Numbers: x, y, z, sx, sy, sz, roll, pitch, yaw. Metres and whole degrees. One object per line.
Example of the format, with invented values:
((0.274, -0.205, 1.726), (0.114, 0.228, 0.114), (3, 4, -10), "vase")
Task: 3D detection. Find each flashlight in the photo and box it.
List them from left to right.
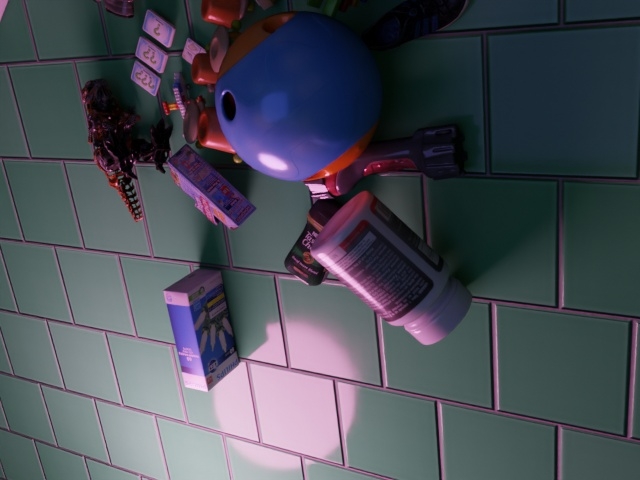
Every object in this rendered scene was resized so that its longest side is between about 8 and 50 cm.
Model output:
((0.117, -0.138, 1.303), (0.304, 0.103, 0.103), (-3, 72, 28), "flashlight")

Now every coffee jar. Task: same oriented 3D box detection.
((0.000, 0.000, 1.444), (0.096, 0.079, 0.184), (36, 125, 13), "coffee jar")

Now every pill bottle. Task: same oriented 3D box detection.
((0.135, 0.056, 1.307), (0.283, 0.161, 0.161), (42, 128, -10), "pill bottle")

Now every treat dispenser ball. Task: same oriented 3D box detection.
((-0.037, -0.246, 1.204), (0.288, 0.288, 0.288), (13, 117, 27), "treat dispenser ball")

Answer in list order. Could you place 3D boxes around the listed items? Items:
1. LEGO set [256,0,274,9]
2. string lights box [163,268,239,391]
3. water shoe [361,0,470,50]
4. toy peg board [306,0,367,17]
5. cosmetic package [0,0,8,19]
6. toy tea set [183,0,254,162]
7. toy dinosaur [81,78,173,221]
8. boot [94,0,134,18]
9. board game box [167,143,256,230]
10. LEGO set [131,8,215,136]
((-0.151, -0.571, 1.269), (0.107, 0.132, 0.287), (-35, 94, 10), "LEGO set")
((-0.283, 0.213, 1.679), (0.077, 0.133, 0.259), (3, 113, 30), "string lights box")
((0.161, -0.373, 1.177), (0.203, 0.080, 0.073), (-26, 96, 37), "water shoe")
((0.008, -0.442, 1.186), (0.161, 0.160, 0.079), (34, 118, 15), "toy peg board")
((-0.899, -0.579, 1.507), (0.161, 0.453, 0.230), (49, 126, 4), "cosmetic package")
((-0.173, -0.322, 1.374), (0.200, 0.124, 0.336), (43, 126, 54), "toy tea set")
((-0.456, -0.213, 1.620), (0.218, 0.164, 0.322), (4, 132, 46), "toy dinosaur")
((-0.390, -0.537, 1.459), (0.246, 0.083, 0.161), (34, 132, 21), "boot")
((-0.224, -0.087, 1.495), (0.194, 0.060, 0.194), (39, 162, 13), "board game box")
((-0.311, -0.348, 1.496), (0.244, 0.060, 0.182), (38, 129, 10), "LEGO set")
